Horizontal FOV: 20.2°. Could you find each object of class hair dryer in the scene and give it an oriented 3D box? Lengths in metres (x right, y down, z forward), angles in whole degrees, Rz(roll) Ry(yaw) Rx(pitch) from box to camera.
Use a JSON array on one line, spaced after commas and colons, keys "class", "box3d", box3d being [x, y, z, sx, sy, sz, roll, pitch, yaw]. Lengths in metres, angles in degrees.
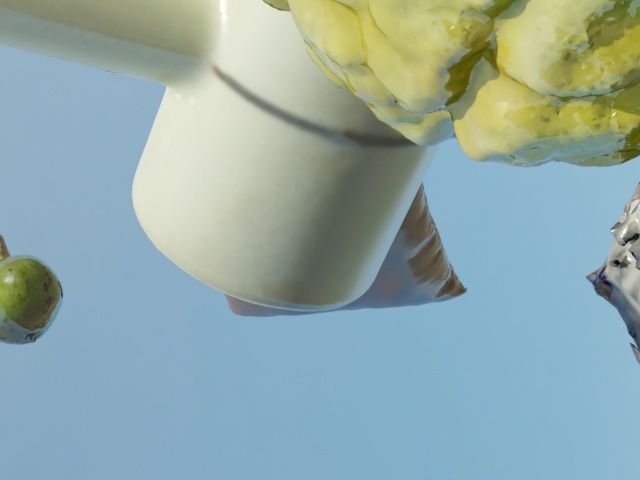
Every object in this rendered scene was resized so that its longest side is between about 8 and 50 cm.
[{"class": "hair dryer", "box3d": [-0.107, -0.104, 0.773, 0.362, 0.203, 0.128, 12, -146, -18]}]

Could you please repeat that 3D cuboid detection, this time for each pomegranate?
[{"class": "pomegranate", "box3d": [-0.238, 0.040, 1.360, 0.084, 0.073, 0.073, 32, -149, 12]}]

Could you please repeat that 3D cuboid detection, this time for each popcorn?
[{"class": "popcorn", "box3d": [0.059, -0.140, 0.544, 0.237, 0.206, 0.251, 59, 178, -5]}]

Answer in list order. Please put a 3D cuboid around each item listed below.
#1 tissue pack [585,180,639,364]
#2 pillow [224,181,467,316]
[{"class": "tissue pack", "box3d": [0.274, 0.082, 0.608, 0.245, 0.123, 0.332, -8, -131, -28]}, {"class": "pillow", "box3d": [0.000, 0.000, 2.135, 0.305, 0.308, 0.108, 66, -157, -56]}]
